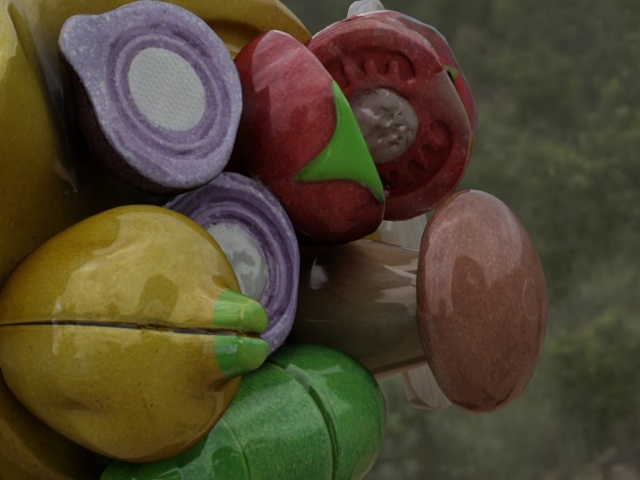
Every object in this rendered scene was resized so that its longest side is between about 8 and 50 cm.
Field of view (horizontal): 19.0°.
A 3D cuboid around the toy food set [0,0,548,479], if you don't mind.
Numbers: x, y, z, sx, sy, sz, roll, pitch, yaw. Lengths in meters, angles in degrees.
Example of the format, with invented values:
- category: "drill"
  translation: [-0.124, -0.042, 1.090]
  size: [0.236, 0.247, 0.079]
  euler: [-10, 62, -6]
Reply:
- category: "toy food set"
  translation: [0.000, 0.000, 0.422]
  size: [0.071, 0.128, 0.218]
  euler: [-4, 6, 32]
